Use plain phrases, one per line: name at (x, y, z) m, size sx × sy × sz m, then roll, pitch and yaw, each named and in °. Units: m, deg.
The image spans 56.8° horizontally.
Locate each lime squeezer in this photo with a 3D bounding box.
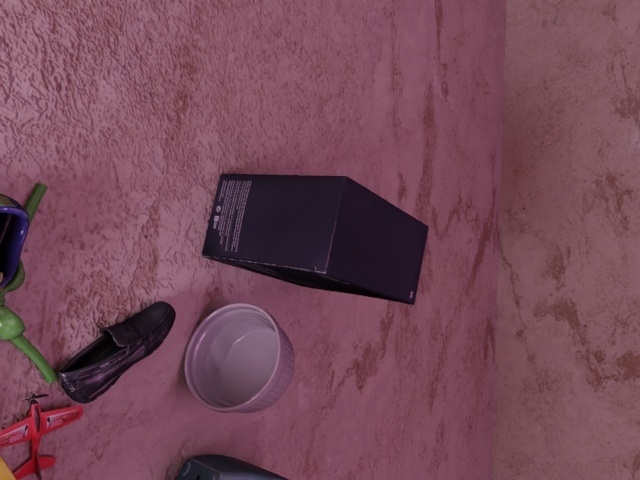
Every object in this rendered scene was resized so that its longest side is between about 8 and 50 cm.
lime squeezer at (-0.433, 0.075, 0.861) m, size 0.110 × 0.058 × 0.311 m, roll -10°, pitch 103°, yaw -52°

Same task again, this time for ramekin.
ramekin at (-0.149, 0.236, 1.150) m, size 0.109 × 0.207 × 0.207 m, roll 49°, pitch 57°, yaw -56°

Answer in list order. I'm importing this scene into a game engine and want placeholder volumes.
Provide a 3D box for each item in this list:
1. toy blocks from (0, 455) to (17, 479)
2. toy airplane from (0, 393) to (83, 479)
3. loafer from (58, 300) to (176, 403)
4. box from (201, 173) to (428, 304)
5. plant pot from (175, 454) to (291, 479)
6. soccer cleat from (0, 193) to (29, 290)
toy blocks at (-0.452, 0.388, 0.666) m, size 0.261 × 0.381 × 0.191 m, roll -35°, pitch 104°, yaw -35°
toy airplane at (-0.438, 0.308, 0.914) m, size 0.151 × 0.028 × 0.151 m, roll -12°, pitch 105°, yaw -50°
loafer at (-0.334, 0.172, 0.990) m, size 0.223 × 0.076 × 0.078 m, roll -44°, pitch 137°, yaw -35°
box at (0.000, 0.000, 1.209) m, size 0.343 × 0.312 × 0.179 m, roll 23°, pitch 77°, yaw -53°
plant pot at (-0.170, 0.552, 1.148) m, size 0.252 × 0.247 × 0.247 m, roll 39°, pitch 63°, yaw -29°
soccer cleat at (-0.465, 0.073, 0.763) m, size 0.093 × 0.121 × 0.289 m, roll 33°, pitch 70°, yaw -51°
